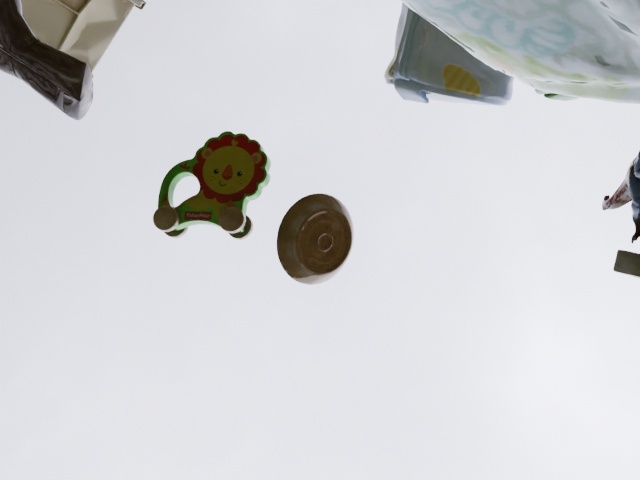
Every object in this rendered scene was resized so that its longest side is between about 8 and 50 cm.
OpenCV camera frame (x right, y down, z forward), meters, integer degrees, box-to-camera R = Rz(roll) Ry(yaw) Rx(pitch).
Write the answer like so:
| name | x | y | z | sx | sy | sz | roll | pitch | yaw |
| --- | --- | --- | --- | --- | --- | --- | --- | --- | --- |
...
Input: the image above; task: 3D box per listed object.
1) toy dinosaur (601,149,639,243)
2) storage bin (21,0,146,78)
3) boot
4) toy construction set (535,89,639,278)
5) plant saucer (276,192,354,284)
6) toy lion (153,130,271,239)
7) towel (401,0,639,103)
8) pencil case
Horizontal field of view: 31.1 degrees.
| name | x | y | z | sx | sy | sz | roll | pitch | yaw |
| --- | --- | --- | --- | --- | --- | --- | --- | --- | --- |
| toy dinosaur | 0.181 | -0.041 | 0.646 | 0.047 | 0.082 | 0.090 | -31 | -149 | -32 |
| storage bin | -0.409 | -0.348 | 1.458 | 0.262 | 0.260 | 0.123 | 34 | -88 | 42 |
| boot | -0.225 | -0.162 | 0.931 | 0.114 | 0.106 | 0.037 | 34 | -133 | 24 |
| toy construction set | 0.312 | -0.031 | 0.751 | 0.309 | 0.257 | 0.237 | 13 | -97 | -7 |
| plant saucer | 0.000 | 0.000 | 1.027 | 0.083 | 0.083 | 0.015 | -39 | -152 | -22 |
| toy lion | -0.095 | -0.051 | 1.030 | 0.100 | 0.034 | 0.096 | 1 | -104 | 15 |
| towel | 0.051 | -0.145 | 0.311 | 0.320 | 0.374 | 0.090 | 16 | -102 | 54 |
| pencil case | 0.131 | -0.249 | 0.974 | 0.114 | 0.273 | 0.124 | 17 | -166 | 28 |
